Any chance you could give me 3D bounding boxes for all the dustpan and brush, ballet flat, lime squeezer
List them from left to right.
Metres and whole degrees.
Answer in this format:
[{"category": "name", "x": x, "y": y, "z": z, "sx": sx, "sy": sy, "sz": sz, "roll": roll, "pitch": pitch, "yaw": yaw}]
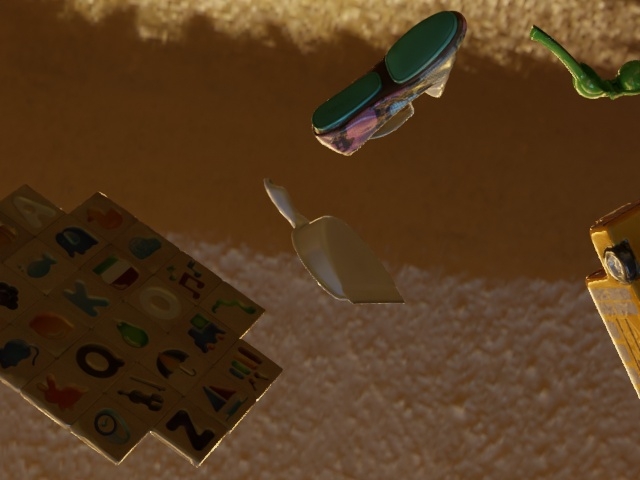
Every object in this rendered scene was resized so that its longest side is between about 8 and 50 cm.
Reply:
[{"category": "dustpan and brush", "x": 0.000, "y": 0.000, "z": 1.645, "sx": 0.147, "sy": 0.060, "sz": 0.211, "roll": 4, "pitch": -126, "yaw": -60}, {"category": "ballet flat", "x": 0.089, "y": -0.173, "z": 1.567, "sx": 0.079, "sy": 0.221, "sz": 0.077, "roll": 34, "pitch": -152, "yaw": -39}, {"category": "lime squeezer", "x": 0.420, "y": -0.250, "z": 1.945, "sx": 0.310, "sy": 0.110, "sz": 0.059, "roll": 0, "pitch": -152, "yaw": -17}]

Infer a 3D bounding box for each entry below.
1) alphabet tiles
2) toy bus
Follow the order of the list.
[{"category": "alphabet tiles", "x": -0.215, "y": 0.077, "z": 1.393, "sx": 0.342, "sy": 0.011, "sz": 0.285, "roll": 35, "pitch": -141, "yaw": 7}, {"category": "toy bus", "x": 0.443, "y": 0.112, "z": 1.779, "sx": 0.108, "sy": 0.130, "sz": 0.333, "roll": -28, "pitch": -84, "yaw": -19}]
